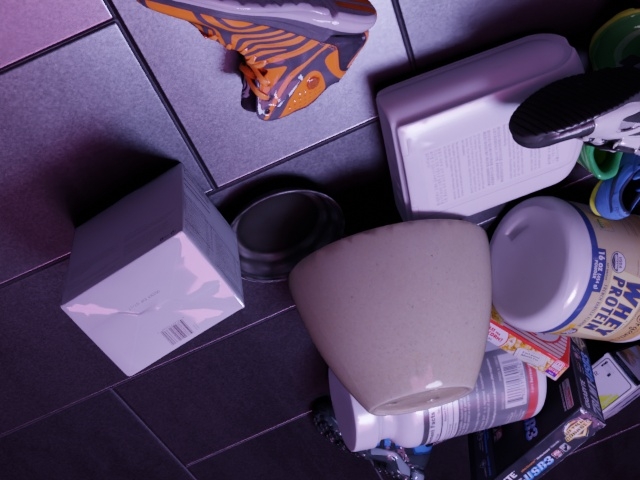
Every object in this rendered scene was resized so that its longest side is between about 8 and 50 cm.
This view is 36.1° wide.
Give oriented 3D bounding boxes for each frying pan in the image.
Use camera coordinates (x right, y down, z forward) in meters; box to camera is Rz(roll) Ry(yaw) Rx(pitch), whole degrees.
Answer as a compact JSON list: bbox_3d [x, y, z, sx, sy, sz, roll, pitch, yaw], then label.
[{"bbox_3d":[0.001,-0.021,1.537,0.326,0.053,0.197,-9,137,-18],"label":"frying pan"}]

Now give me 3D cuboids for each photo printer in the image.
[{"bbox_3d":[0.249,-0.161,1.453,0.307,0.107,0.256,-21,139,-3],"label":"photo printer"}]

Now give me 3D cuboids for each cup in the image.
[{"bbox_3d":[0.131,0.141,1.546,0.331,0.237,0.331,-11,160,-4],"label":"cup"}]

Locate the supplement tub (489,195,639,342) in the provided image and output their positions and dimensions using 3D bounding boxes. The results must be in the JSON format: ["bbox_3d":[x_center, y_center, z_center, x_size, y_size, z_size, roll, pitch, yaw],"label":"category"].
[{"bbox_3d":[0.469,0.056,1.692,0.316,0.228,0.228,9,130,-31],"label":"supplement tub"}]

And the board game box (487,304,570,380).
[{"bbox_3d":[0.348,0.143,1.731,0.193,0.147,0.045,30,124,-4],"label":"board game box"}]

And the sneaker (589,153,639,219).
[{"bbox_3d":[0.510,-0.124,1.566,0.069,0.082,0.209,34,80,-24],"label":"sneaker"}]

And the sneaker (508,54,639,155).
[{"bbox_3d":[0.414,-0.165,1.351,0.330,0.122,0.146,-21,125,-13],"label":"sneaker"}]

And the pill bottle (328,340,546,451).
[{"bbox_3d":[0.211,0.262,1.812,0.362,0.210,0.210,-11,138,-12],"label":"pill bottle"}]

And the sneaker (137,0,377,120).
[{"bbox_3d":[-0.092,-0.237,1.206,0.321,0.125,0.180,6,131,-29],"label":"sneaker"}]

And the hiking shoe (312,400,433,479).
[{"bbox_3d":[0.109,0.384,1.997,0.304,0.113,0.132,37,70,-31],"label":"hiking shoe"}]

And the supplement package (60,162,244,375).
[{"bbox_3d":[-0.227,0.037,1.353,0.194,0.203,0.149,-31,119,10],"label":"supplement package"}]

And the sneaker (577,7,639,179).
[{"bbox_3d":[0.457,-0.216,1.475,0.109,0.123,0.295,-11,137,-13],"label":"sneaker"}]

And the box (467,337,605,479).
[{"bbox_3d":[0.411,0.339,1.927,0.073,0.295,0.293,35,117,-13],"label":"box"}]

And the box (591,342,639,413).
[{"bbox_3d":[0.604,0.303,2.044,0.169,0.087,0.290,-45,157,22],"label":"box"}]
